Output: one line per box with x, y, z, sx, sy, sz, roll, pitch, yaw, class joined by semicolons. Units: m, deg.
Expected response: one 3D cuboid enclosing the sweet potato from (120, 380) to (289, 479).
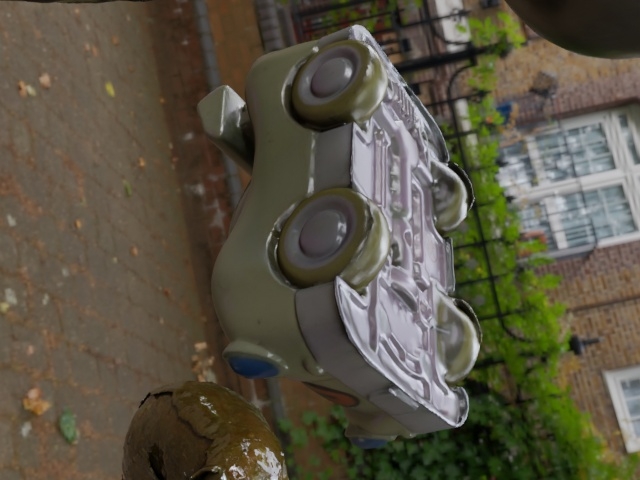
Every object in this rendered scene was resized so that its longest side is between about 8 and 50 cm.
-0.092;0.163;0.613;0.310;0.098;0.124;129;-54;-63;sweet potato

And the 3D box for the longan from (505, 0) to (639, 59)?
0.262;-0.301;0.749;0.300;0.243;0.300;57;16;-26;longan

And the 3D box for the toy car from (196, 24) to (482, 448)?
0.000;0.000;0.761;0.242;0.227;0.335;43;42;-46;toy car

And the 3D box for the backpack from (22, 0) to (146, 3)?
-0.240;-0.289;0.780;0.207;0.254;0.139;-75;162;-71;backpack
